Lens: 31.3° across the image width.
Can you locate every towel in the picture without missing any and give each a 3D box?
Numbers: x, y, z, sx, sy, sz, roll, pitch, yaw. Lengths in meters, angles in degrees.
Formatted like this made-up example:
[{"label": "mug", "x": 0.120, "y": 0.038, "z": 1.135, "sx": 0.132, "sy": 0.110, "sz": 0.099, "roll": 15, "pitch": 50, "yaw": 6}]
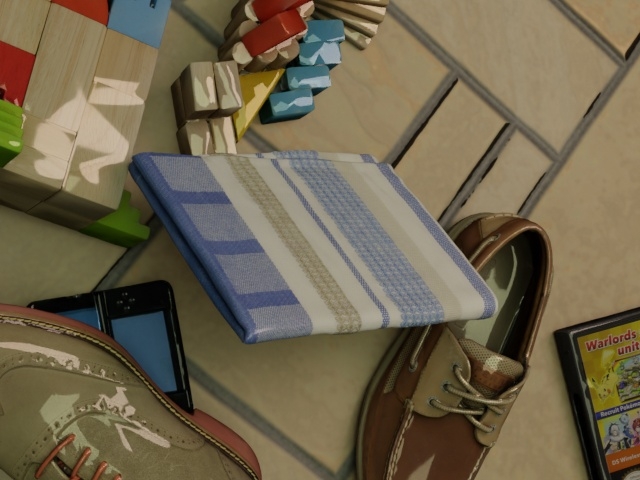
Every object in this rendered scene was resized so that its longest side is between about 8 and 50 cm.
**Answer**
[{"label": "towel", "x": 0.000, "y": 0.000, "z": 0.940, "sx": 0.285, "sy": 0.034, "sz": 0.209, "roll": -3, "pitch": 45, "yaw": -43}]

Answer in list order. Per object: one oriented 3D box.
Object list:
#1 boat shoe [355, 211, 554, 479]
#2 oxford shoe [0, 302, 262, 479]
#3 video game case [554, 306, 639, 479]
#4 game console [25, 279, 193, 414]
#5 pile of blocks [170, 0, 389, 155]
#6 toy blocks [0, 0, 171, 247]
[{"label": "boat shoe", "x": 0.124, "y": 0.119, "z": 1.034, "sx": 0.123, "sy": 0.116, "sz": 0.324, "roll": 21, "pitch": 79, "yaw": -15}, {"label": "oxford shoe", "x": -0.169, "y": 0.161, "z": 0.873, "sx": 0.348, "sy": 0.130, "sz": 0.123, "roll": 32, "pitch": 107, "yaw": -29}, {"label": "video game case", "x": 0.389, "y": 0.179, "z": 1.161, "sx": 0.275, "sy": 0.035, "sz": 0.248, "roll": -13, "pitch": 89, "yaw": -18}, {"label": "game console", "x": -0.175, "y": 0.102, "z": 0.957, "sx": 0.107, "sy": 0.071, "sz": 0.122, "roll": -10, "pitch": 89, "yaw": 20}, {"label": "pile of blocks", "x": -0.007, "y": -0.212, "z": 1.024, "sx": 0.149, "sy": 0.113, "sz": 0.362, "roll": 29, "pitch": 77, "yaw": -14}, {"label": "toy blocks", "x": -0.278, "y": -0.181, "z": 0.911, "sx": 0.381, "sy": 0.191, "sz": 0.260, "roll": 21, "pitch": 70, "yaw": -26}]
